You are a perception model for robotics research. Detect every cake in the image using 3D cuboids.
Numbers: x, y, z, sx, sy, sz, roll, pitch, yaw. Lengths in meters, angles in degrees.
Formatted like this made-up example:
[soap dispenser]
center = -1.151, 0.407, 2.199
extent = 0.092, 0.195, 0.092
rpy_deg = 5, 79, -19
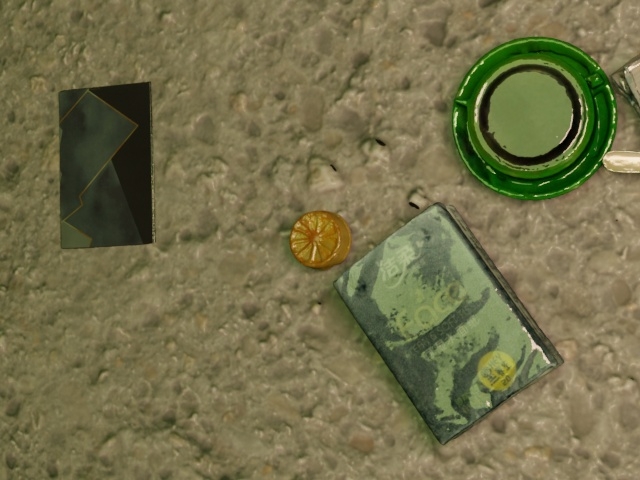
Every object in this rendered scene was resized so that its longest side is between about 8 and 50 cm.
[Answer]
[cake]
center = 0.000, 0.000, 1.665
extent = 0.084, 0.044, 0.084
rpy_deg = -2, 85, 21

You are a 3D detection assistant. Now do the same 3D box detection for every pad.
[pad]
center = -0.319, -0.111, 1.821
extent = 0.163, 0.004, 0.243
rpy_deg = -4, 86, 22

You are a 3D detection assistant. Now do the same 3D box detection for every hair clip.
[hair clip]
center = 0.420, -0.118, 1.476
extent = 0.159, 0.071, 0.218
rpy_deg = -32, 92, 10

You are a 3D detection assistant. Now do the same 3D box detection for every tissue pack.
[tissue pack]
center = 0.162, 0.105, 1.575
extent = 0.185, 0.081, 0.257
rpy_deg = -38, 75, 15

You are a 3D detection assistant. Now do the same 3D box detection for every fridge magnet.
[fridge magnet]
center = 0.267, -0.154, 1.542
extent = 0.208, 0.088, 0.208
rpy_deg = 0, 90, 16
